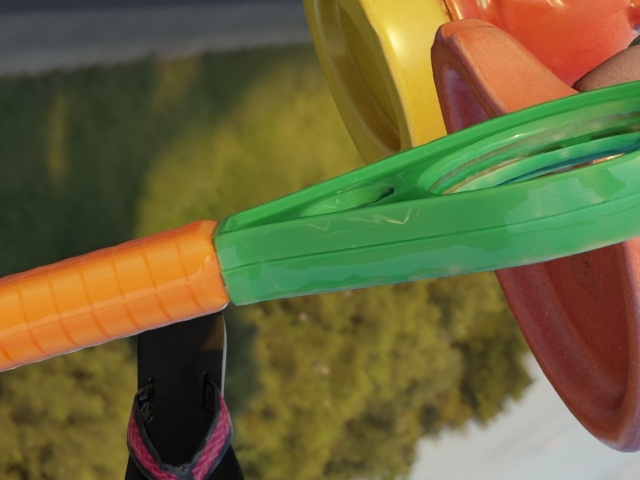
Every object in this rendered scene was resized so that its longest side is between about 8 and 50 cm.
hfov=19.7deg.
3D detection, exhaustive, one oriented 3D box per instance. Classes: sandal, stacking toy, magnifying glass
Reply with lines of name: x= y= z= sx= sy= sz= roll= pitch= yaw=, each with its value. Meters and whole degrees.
sandal: x=-0.076 y=0.100 z=0.994 sx=0.067 sy=0.179 sz=0.040 roll=-7 pitch=148 yaw=0
stacking toy: x=0.090 y=-0.103 z=0.642 sx=0.130 sy=0.279 sz=0.309 roll=-22 pitch=-142 yaw=-10
magnifying glass: x=0.000 y=0.000 z=0.456 sx=0.231 sy=0.026 sz=0.092 roll=-14 pitch=-167 yaw=7
